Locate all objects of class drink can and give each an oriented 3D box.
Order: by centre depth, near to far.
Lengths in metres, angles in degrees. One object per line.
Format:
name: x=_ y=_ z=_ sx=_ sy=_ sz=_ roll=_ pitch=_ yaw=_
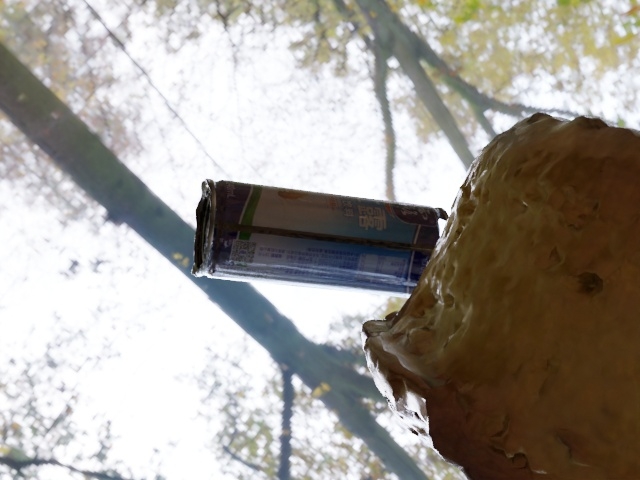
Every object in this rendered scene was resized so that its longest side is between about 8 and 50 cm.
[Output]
drink can: x=0.000 y=0.000 z=0.997 sx=0.235 sy=0.097 sz=0.097 roll=6 pitch=-134 yaw=-14

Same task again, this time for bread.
bread: x=0.222 y=0.073 z=0.585 sx=0.398 sy=0.398 sz=0.215 roll=22 pitch=-86 yaw=45
